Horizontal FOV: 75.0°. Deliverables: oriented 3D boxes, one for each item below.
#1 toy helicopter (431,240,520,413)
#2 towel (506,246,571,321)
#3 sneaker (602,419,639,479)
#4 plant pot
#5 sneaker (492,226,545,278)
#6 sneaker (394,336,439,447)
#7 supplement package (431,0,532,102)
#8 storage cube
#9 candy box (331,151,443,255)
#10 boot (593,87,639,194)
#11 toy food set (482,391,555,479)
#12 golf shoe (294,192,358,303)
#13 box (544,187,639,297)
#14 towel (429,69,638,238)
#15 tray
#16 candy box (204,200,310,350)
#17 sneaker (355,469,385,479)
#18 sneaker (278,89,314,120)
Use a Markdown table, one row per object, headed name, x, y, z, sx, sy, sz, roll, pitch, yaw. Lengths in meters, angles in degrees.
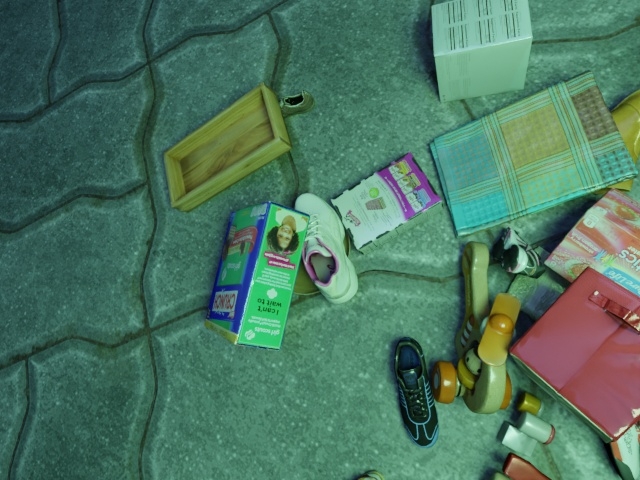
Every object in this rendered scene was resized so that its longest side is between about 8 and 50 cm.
| name | x | y | z | sx | sy | sz | roll | pitch | yaw |
| --- | --- | --- | --- | --- | --- | --- | --- | --- | --- |
| toy helicopter | 0.320 | 0.157 | 0.839 | 0.140 | 0.235 | 0.355 | 6 | 64 | 3 |
| towel | 0.476 | 0.096 | 0.902 | 0.110 | 0.027 | 0.148 | 32 | 88 | 26 |
| sneaker | 0.582 | 0.293 | 0.769 | 0.144 | 0.090 | 0.270 | -14 | 68 | 19 |
| plant pot | -0.031 | 0.029 | 1.113 | 0.236 | 0.032 | 0.236 | -5 | 73 | 19 |
| sneaker | 0.419 | 0.034 | 0.881 | 0.077 | 0.178 | 0.072 | 27 | 119 | 2 |
| sneaker | 0.201 | 0.327 | 0.904 | 0.081 | 0.090 | 0.232 | -15 | 70 | 17 |
| supplement package | 0.383 | -0.464 | 1.008 | 0.203 | 0.194 | 0.149 | -4 | 74 | 19 |
| storage cube | 0.460 | 0.193 | 0.694 | 0.193 | 0.215 | 0.183 | -48 | 52 | 3 |
| candy box | 0.165 | -0.090 | 1.050 | 0.233 | 0.071 | 0.159 | -30 | 67 | 10 |
| boot | 0.659 | -0.207 | 0.890 | 0.295 | 0.104 | 0.211 | -3 | 79 | 25 |
| toy food set | 0.398 | 0.423 | 0.794 | 0.104 | 0.111 | 0.232 | 26 | 84 | 13 |
| golf shoe | 0.000 | 0.000 | 1.016 | 0.115 | 0.140 | 0.306 | -28 | 66 | 13 |
| box | 0.608 | 0.061 | 0.768 | 0.142 | 0.154 | 0.300 | -26 | 57 | -37 |
| towel | 0.447 | -0.187 | 0.938 | 0.370 | 0.040 | 0.272 | -22 | 67 | 30 |
| tray | -0.287 | -0.265 | 1.241 | 0.410 | 0.076 | 0.203 | -26 | 67 | 23 |
| candy box | -0.164 | 0.083 | 1.019 | 0.268 | 0.122 | 0.317 | -5 | 72 | 60 |
| sneaker | 0.056 | 0.565 | 0.894 | 0.185 | 0.084 | 0.069 | -44 | 65 | 4 |
| sneaker | -0.113 | -0.398 | 1.246 | 0.188 | 0.071 | 0.066 | -21 | 69 | 14 |
